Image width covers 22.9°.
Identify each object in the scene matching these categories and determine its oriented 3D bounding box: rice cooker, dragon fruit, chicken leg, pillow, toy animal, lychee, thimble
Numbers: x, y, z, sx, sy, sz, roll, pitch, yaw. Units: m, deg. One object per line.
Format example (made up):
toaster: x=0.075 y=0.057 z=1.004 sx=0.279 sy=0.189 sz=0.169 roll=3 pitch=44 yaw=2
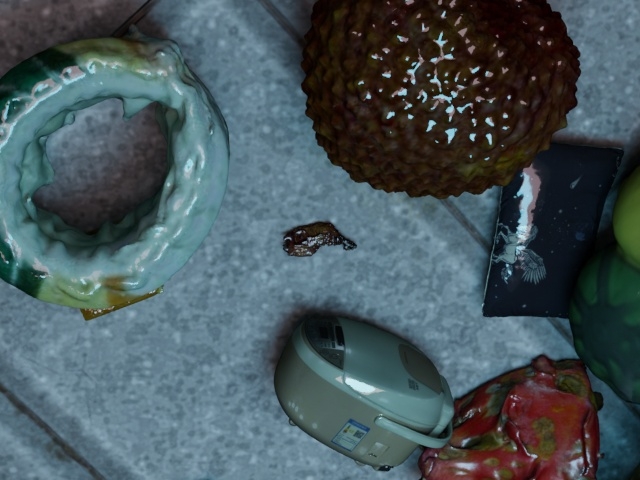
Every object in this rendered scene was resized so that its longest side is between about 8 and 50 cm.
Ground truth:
rice cooker: x=0.047 y=0.166 z=1.725 sx=0.206 sy=0.145 sz=0.127 roll=32 pitch=112 yaw=-19
dragon fruit: x=0.199 y=0.269 z=1.785 sx=0.211 sy=0.134 sz=0.262 roll=7 pitch=106 yaw=-5
chicken leg: x=-0.001 y=-0.002 z=1.729 sx=0.083 sy=0.021 sz=0.036 roll=-8 pitch=98 yaw=-11
pillow: x=0.251 y=-0.010 z=1.745 sx=0.141 sy=0.055 sz=0.208 roll=4 pitch=107 yaw=-17
toy animal: x=0.384 y=0.017 z=1.679 sx=0.191 sy=0.216 sz=0.338 roll=10 pitch=111 yaw=-55
lychee: x=0.115 y=-0.174 z=1.565 sx=0.275 sy=0.276 sz=0.304 roll=23 pitch=129 yaw=-14
thimble: x=-0.220 y=-0.077 z=1.580 sx=0.254 sy=0.167 sz=0.288 roll=35 pitch=92 yaw=-8

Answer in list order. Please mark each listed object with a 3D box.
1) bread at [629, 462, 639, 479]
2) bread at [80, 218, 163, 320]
bread: x=0.408 y=0.313 z=1.725 sx=0.198 sy=0.263 sz=0.236 roll=44 pitch=125 yaw=5
bread: x=-0.228 y=0.031 z=1.696 sx=0.094 sy=0.035 sz=0.090 roll=-21 pitch=108 yaw=-2
